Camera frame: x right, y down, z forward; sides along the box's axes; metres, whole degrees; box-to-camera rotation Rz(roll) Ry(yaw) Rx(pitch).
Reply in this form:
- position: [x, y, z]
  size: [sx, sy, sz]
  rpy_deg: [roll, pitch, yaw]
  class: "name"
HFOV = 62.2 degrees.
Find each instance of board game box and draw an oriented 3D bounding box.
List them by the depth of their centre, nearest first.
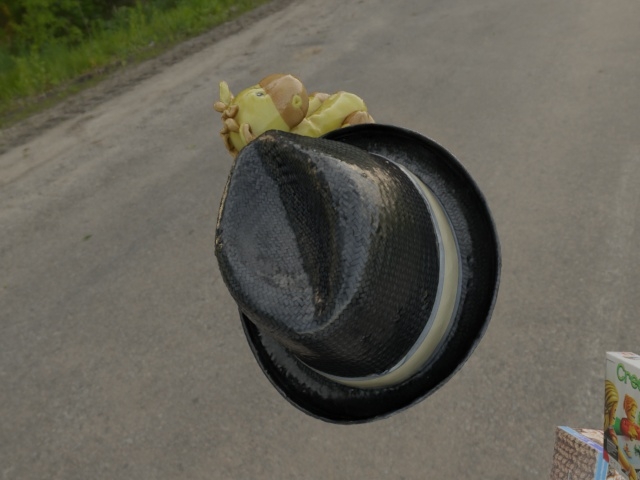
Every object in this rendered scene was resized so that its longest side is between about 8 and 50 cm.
- position: [0.514, 0.294, 0.781]
  size: [0.053, 0.193, 0.305]
  rpy_deg: [1, 1, 3]
  class: "board game box"
- position: [0.691, 0.574, 1.221]
  size: [0.291, 0.232, 0.141]
  rpy_deg: [8, 1, -14]
  class: "board game box"

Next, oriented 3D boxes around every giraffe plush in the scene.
- position: [-0.049, -0.139, 0.679]
  size: [0.181, 0.170, 0.210]
  rpy_deg: [20, 75, 45]
  class: "giraffe plush"

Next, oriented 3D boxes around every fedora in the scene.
- position: [0.000, 0.000, 0.514]
  size: [0.334, 0.152, 0.334]
  rpy_deg: [-13, 63, 28]
  class: "fedora"
